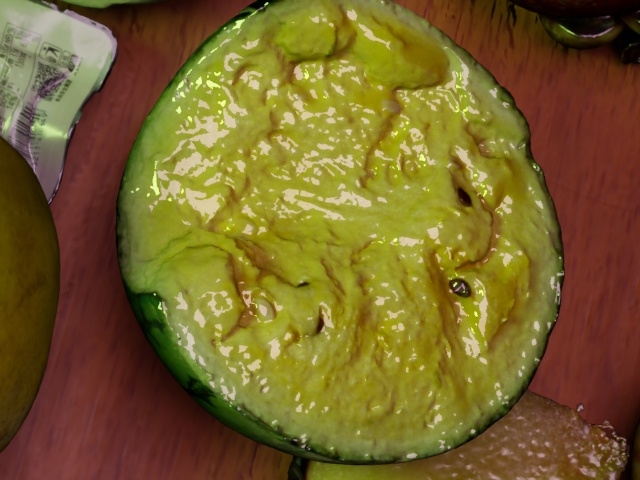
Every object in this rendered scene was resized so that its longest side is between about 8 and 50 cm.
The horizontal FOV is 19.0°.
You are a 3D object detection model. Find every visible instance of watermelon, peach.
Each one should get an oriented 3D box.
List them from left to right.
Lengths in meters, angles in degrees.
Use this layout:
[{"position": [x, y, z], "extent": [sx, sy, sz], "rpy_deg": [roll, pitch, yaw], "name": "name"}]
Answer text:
[{"position": [0.000, 0.000, 1.355], "extent": [0.330, 0.189, 0.331], "rpy_deg": [4, 82, -28], "name": "watermelon"}, {"position": [0.093, 0.191, 1.394], "extent": [0.279, 0.068, 0.189], "rpy_deg": [-11, 70, -16], "name": "peach"}]

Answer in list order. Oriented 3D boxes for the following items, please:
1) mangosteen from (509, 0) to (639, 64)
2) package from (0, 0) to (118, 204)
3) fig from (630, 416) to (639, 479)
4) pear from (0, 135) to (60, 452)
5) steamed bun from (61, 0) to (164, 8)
[{"position": [0.219, -0.246, 1.484], "extent": [0.215, 0.215, 0.257], "rpy_deg": [-42, 118, -21], "name": "mangosteen"}, {"position": [-0.268, -0.120, 1.342], "extent": [0.232, 0.040, 0.166], "rpy_deg": [21, 75, -16], "name": "package"}, {"position": [0.351, 0.170, 1.410], "extent": [0.235, 0.214, 0.235], "rpy_deg": [20, 56, -33], "name": "fig"}, {"position": [-0.298, 0.052, 1.212], "extent": [0.253, 0.253, 0.307], "rpy_deg": [25, 72, -9], "name": "pear"}, {"position": [-0.158, -0.363, 1.366], "extent": [0.342, 0.255, 0.368], "rpy_deg": [28, 96, -22], "name": "steamed bun"}]
